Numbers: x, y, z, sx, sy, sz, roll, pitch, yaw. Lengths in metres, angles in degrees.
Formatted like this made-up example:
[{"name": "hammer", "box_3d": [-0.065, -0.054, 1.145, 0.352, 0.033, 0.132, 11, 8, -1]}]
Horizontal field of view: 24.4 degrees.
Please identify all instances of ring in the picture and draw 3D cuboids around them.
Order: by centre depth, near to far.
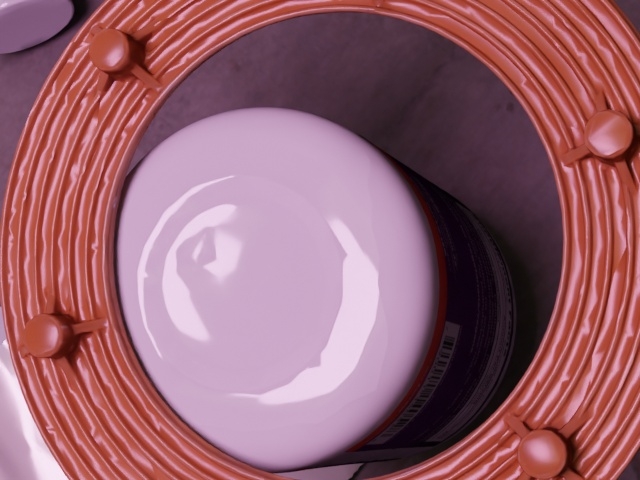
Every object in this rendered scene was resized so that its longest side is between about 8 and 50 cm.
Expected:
[{"name": "ring", "box_3d": [0.000, 0.000, 0.670, 0.336, 0.032, 0.337, -2, 84, 17]}]

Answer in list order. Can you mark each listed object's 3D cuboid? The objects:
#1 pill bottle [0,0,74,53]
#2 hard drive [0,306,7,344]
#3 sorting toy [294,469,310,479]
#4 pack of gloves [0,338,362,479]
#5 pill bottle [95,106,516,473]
[{"name": "pill bottle", "box_3d": [-0.247, -0.234, 1.077, 0.108, 0.108, 0.180, -26, 77, 13]}, {"name": "hard drive", "box_3d": [-0.227, 0.200, 1.018, 0.203, 0.040, 0.308, -4, 78, 35]}, {"name": "sorting toy", "box_3d": [-0.104, 0.137, 1.020, 0.196, 0.047, 0.348, -6, 82, 17]}, {"name": "pack of gloves", "box_3d": [-0.104, 0.127, 0.947, 0.232, 0.046, 0.195, 44, 75, -4]}, {"name": "pill bottle", "box_3d": [0.009, 0.038, 0.850, 0.181, 0.323, 0.182, -2, 83, 17]}]
